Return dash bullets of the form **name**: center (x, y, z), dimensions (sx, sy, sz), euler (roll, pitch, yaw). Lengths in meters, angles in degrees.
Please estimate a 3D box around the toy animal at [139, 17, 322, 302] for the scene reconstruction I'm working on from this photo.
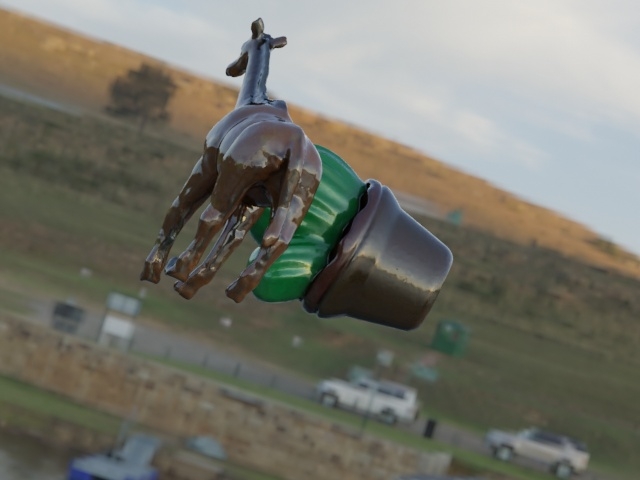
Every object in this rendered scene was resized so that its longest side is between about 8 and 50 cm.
- **toy animal**: center (-0.054, -0.064, 1.071), dimensions (0.066, 0.230, 0.224), euler (33, -15, -22)

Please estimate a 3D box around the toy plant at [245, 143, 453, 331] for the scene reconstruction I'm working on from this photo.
- **toy plant**: center (0.000, 0.000, 1.197), dimensions (0.200, 0.143, 0.105), euler (26, -30, 2)
